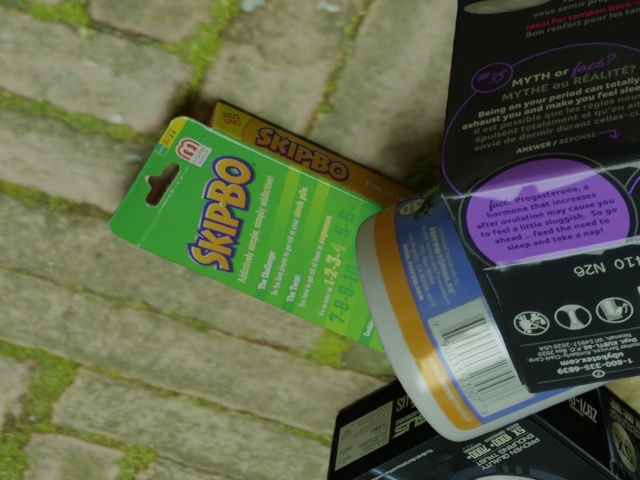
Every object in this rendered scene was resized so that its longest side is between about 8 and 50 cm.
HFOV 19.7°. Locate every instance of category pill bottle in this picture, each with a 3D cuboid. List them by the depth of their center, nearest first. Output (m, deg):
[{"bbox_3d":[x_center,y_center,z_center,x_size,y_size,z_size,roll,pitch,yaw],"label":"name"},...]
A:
[{"bbox_3d":[0.171,0.003,1.095,0.272,0.152,0.152,-24,127,14],"label":"pill bottle"}]

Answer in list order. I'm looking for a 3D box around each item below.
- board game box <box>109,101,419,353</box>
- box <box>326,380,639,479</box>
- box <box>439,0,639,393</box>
[{"bbox_3d":[0.000,0.000,1.216,0.259,0.039,0.124,22,133,-16],"label":"board game box"},{"bbox_3d":[0.118,0.156,1.321,0.180,0.077,0.147,-32,123,33],"label":"box"},{"bbox_3d":[0.164,-0.077,0.943,0.165,0.270,0.143,-10,132,19],"label":"box"}]
